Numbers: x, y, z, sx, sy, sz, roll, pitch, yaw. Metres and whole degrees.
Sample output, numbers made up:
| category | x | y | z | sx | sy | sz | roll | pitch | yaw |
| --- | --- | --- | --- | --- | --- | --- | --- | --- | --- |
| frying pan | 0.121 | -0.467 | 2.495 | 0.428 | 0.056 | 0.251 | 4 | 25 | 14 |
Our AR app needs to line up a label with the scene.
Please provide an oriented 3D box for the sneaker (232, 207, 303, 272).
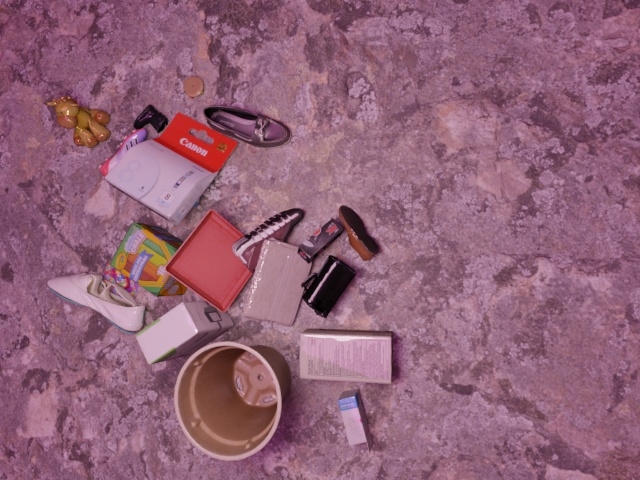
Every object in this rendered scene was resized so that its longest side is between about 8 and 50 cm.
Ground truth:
| category | x | y | z | sx | sy | sz | roll | pitch | yaw |
| --- | --- | --- | --- | --- | --- | --- | --- | --- | --- |
| sneaker | -0.158 | 0.013 | 1.536 | 0.281 | 0.106 | 0.163 | -33 | 112 | -11 |

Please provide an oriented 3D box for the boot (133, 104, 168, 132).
| category | x | y | z | sx | sy | sz | roll | pitch | yaw |
| --- | --- | --- | --- | --- | --- | --- | --- | --- | --- |
| boot | -0.659 | -0.458 | 1.695 | 0.099 | 0.045 | 0.121 | 43 | 96 | 6 |

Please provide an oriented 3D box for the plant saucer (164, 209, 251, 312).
| category | x | y | z | sx | sy | sz | roll | pitch | yaw |
| --- | --- | --- | --- | --- | --- | --- | --- | --- | --- |
| plant saucer | -0.361 | 0.071 | 1.497 | 0.258 | 0.047 | 0.259 | 42 | 68 | -23 |

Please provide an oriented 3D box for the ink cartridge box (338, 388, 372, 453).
| category | x | y | z | sx | sy | sz | roll | pitch | yaw |
| --- | --- | --- | --- | --- | --- | --- | --- | --- | --- |
| ink cartridge box | 0.115 | 0.591 | 1.416 | 0.061 | 0.104 | 0.182 | -16 | 82 | 10 |

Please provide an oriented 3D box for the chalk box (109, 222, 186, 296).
| category | x | y | z | sx | sy | sz | roll | pitch | yaw |
| --- | --- | --- | --- | --- | --- | --- | --- | --- | --- |
| chalk box | -0.611 | 0.054 | 1.573 | 0.288 | 0.179 | 0.180 | 29 | 91 | 12 |

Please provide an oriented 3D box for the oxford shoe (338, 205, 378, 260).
| category | x | y | z | sx | sy | sz | roll | pitch | yaw |
| --- | --- | --- | --- | --- | --- | --- | --- | --- | --- |
| oxford shoe | 0.113 | -0.024 | 1.487 | 0.076 | 0.076 | 0.212 | -48 | 62 | 44 |

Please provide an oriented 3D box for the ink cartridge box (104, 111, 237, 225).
| category | x | y | z | sx | sy | sz | roll | pitch | yaw |
| --- | --- | --- | --- | --- | --- | --- | --- | --- | --- |
| ink cartridge box | -0.534 | -0.288 | 1.577 | 0.308 | 0.091 | 0.385 | 29 | 76 | 16 |

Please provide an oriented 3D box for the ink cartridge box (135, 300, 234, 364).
| category | x | y | z | sx | sy | sz | roll | pitch | yaw |
| --- | --- | --- | --- | --- | --- | --- | --- | --- | --- |
| ink cartridge box | -0.448 | 0.304 | 1.472 | 0.198 | 0.273 | 0.115 | -34 | 77 | 7 |

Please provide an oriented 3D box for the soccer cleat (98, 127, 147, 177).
| category | x | y | z | sx | sy | sz | roll | pitch | yaw |
| --- | --- | --- | --- | --- | --- | --- | --- | --- | --- |
| soccer cleat | -0.749 | -0.329 | 1.691 | 0.248 | 0.083 | 0.095 | -44 | 99 | 4 |

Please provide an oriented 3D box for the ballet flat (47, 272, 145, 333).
| category | x | y | z | sx | sy | sz | roll | pitch | yaw |
| --- | --- | --- | --- | --- | --- | --- | --- | --- | --- |
| ballet flat | -0.822 | 0.201 | 1.628 | 0.399 | 0.139 | 0.139 | 27 | 91 | 6 |

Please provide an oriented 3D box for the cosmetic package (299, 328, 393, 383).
| category | x | y | z | sx | sy | sz | roll | pitch | yaw |
| --- | --- | --- | --- | --- | --- | --- | --- | --- | --- |
| cosmetic package | 0.088 | 0.374 | 1.427 | 0.295 | 0.129 | 0.153 | 1 | 87 | 11 |

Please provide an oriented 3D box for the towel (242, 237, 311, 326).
| category | x | y | z | sx | sy | sz | roll | pitch | yaw |
| --- | --- | --- | --- | --- | --- | --- | --- | --- | --- |
| towel | -0.144 | 0.143 | 1.485 | 0.187 | 0.049 | 0.283 | 18 | 91 | -24 |

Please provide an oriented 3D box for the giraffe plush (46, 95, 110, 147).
| category | x | y | z | sx | sy | sz | roll | pitch | yaw |
| --- | --- | --- | --- | --- | --- | --- | --- | --- | --- |
| giraffe plush | -0.949 | -0.482 | 1.690 | 0.181 | 0.170 | 0.211 | -22 | 81 | 10 |

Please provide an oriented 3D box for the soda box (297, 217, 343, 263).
| category | x | y | z | sx | sy | sz | roll | pitch | yaw |
| --- | --- | --- | --- | --- | --- | --- | --- | --- | --- |
| soda box | 0.000 | 0.000 | 1.474 | 0.060 | 0.053 | 0.169 | 43 | 64 | 11 |

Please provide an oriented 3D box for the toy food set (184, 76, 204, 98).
| category | x | y | z | sx | sy | sz | roll | pitch | yaw |
| --- | --- | --- | --- | --- | --- | --- | --- | --- | --- |
| toy food set | -0.489 | -0.592 | 1.679 | 0.083 | 0.020 | 0.083 | -8 | 84 | 11 |

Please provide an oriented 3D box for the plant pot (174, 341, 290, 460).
| category | x | y | z | sx | sy | sz | roll | pitch | yaw |
| --- | --- | --- | --- | --- | --- | --- | --- | --- | --- |
| plant pot | -0.239 | 0.473 | 1.397 | 0.333 | 0.305 | 0.334 | -1 | 85 | 12 |

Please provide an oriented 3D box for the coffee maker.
| category | x | y | z | sx | sy | sz | roll | pitch | yaw |
| --- | --- | --- | --- | --- | --- | --- | --- | --- | --- |
| coffee maker | 0.036 | 0.152 | 1.438 | 0.178 | 0.120 | 0.171 | -57 | 34 | 3 |

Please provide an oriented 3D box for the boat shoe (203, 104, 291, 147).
| category | x | y | z | sx | sy | sz | roll | pitch | yaw |
| --- | --- | --- | --- | --- | --- | --- | --- | --- | --- |
| boat shoe | -0.274 | -0.416 | 1.581 | 0.334 | 0.095 | 0.112 | 17 | 89 | 13 |

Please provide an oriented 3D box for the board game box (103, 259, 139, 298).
| category | x | y | z | sx | sy | sz | roll | pitch | yaw |
| --- | --- | --- | --- | --- | --- | --- | --- | --- | --- |
| board game box | -0.775 | 0.143 | 1.675 | 0.168 | 0.033 | 0.133 | 29 | 92 | 13 |

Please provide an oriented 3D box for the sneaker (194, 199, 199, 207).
| category | x | y | z | sx | sy | sz | roll | pitch | yaw |
| --- | --- | --- | --- | --- | --- | --- | --- | --- | --- |
| sneaker | -0.567 | -0.162 | 1.629 | 0.236 | 0.085 | 0.086 | 2 | 81 | 13 |
